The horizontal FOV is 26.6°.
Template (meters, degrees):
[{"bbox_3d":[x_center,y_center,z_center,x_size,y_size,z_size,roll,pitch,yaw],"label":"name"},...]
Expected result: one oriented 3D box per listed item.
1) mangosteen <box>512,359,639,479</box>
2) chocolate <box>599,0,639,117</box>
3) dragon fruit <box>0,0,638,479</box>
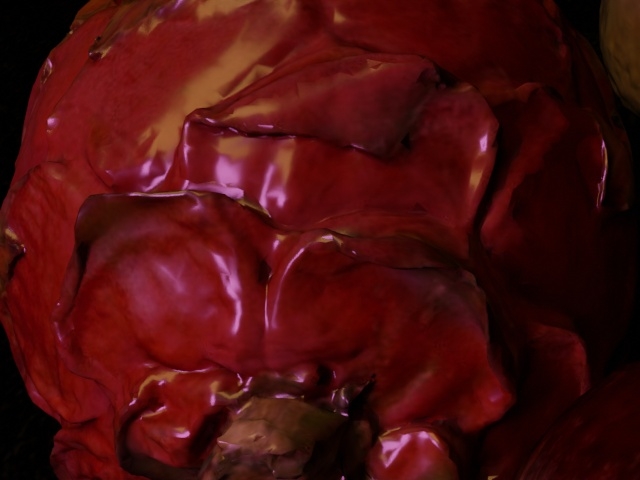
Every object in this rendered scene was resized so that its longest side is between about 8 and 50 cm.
[{"bbox_3d":[0.164,0.137,0.387,0.257,0.215,0.215,11,49,-1],"label":"mangosteen"},{"bbox_3d":[0.205,-0.170,0.719,0.134,0.134,0.309,-11,48,25],"label":"chocolate"},{"bbox_3d":[0.000,0.000,0.571,0.277,0.277,0.343,-16,37,21],"label":"dragon fruit"}]
